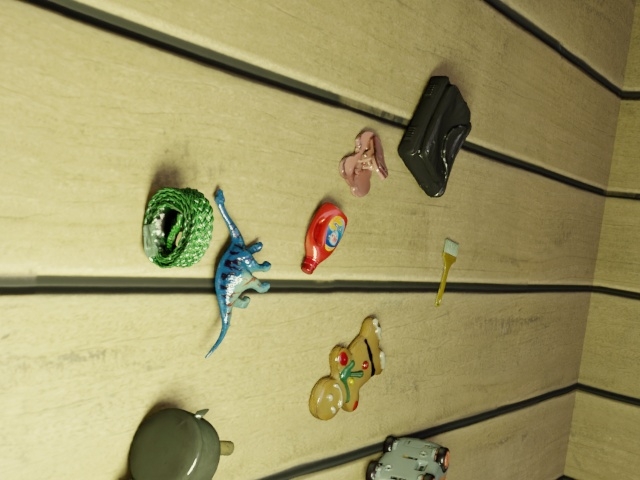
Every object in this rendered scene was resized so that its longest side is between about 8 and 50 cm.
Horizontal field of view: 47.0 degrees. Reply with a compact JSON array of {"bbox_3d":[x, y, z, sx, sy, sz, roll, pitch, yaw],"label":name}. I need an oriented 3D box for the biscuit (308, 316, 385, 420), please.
[{"bbox_3d":[0.077,0.340,1.854,0.301,0.049,0.196,-38,124,-40],"label":"biscuit"}]

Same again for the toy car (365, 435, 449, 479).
[{"bbox_3d":[0.243,0.676,2.007,0.270,0.181,0.212,-38,128,-57],"label":"toy car"}]

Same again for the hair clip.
[{"bbox_3d":[0.103,-0.191,1.785,0.123,0.102,0.138,48,28,-48],"label":"hair clip"}]

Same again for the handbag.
[{"bbox_3d":[0.324,-0.281,2.009,0.244,0.088,0.275,47,60,-50],"label":"handbag"}]

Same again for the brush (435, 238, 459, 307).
[{"bbox_3d":[0.373,0.101,2.209,0.083,0.011,0.205,22,81,-53],"label":"brush"}]

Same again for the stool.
[{"bbox_3d":[-0.272,0.410,1.359,0.228,0.153,0.139,-34,142,11],"label":"stool"}]

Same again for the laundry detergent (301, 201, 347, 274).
[{"bbox_3d":[0.000,0.000,1.678,0.097,0.049,0.165,45,63,-39],"label":"laundry detergent"}]

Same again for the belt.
[{"bbox_3d":[-0.247,-0.020,1.301,0.079,0.121,0.151,1,109,-57],"label":"belt"}]

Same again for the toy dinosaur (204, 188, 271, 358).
[{"bbox_3d":[-0.160,0.067,1.469,0.144,0.076,0.329,3,93,-45],"label":"toy dinosaur"}]
